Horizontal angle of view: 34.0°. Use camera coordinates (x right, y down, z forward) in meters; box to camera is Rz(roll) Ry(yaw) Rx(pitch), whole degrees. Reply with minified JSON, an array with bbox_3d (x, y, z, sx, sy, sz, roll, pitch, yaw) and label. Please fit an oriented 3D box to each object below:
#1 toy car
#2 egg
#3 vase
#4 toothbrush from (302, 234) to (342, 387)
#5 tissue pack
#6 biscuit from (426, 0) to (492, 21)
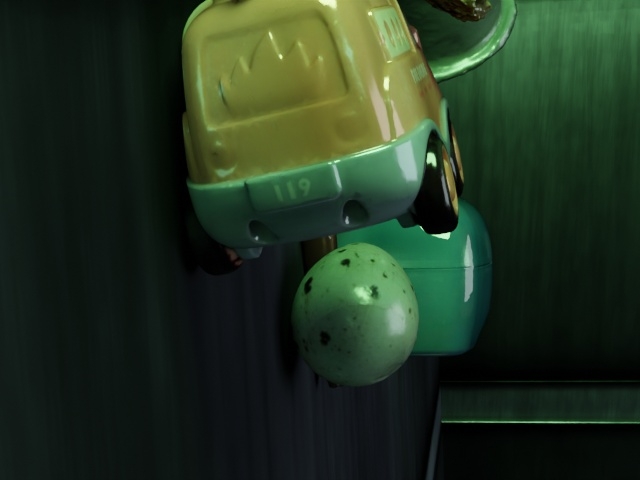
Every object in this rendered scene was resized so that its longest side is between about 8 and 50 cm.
[{"bbox_3d":[-0.005,-0.106,0.751,0.270,0.181,0.212,-51,129,-74],"label":"toy car"},{"bbox_3d":[0.037,0.071,1.051,0.164,0.131,0.131,-68,155,-55],"label":"egg"},{"bbox_3d":[0.130,-0.398,1.463,0.291,0.245,0.245,59,30,-52],"label":"vase"},{"bbox_3d":[-0.001,0.000,1.113,0.041,0.041,0.363,-69,156,-65],"label":"toothbrush"},{"bbox_3d":[0.111,0.027,1.280,0.287,0.198,0.206,-14,105,-78],"label":"tissue pack"},{"bbox_3d":[0.014,-0.230,0.753,0.026,0.237,0.131,-57,166,4],"label":"biscuit"}]
